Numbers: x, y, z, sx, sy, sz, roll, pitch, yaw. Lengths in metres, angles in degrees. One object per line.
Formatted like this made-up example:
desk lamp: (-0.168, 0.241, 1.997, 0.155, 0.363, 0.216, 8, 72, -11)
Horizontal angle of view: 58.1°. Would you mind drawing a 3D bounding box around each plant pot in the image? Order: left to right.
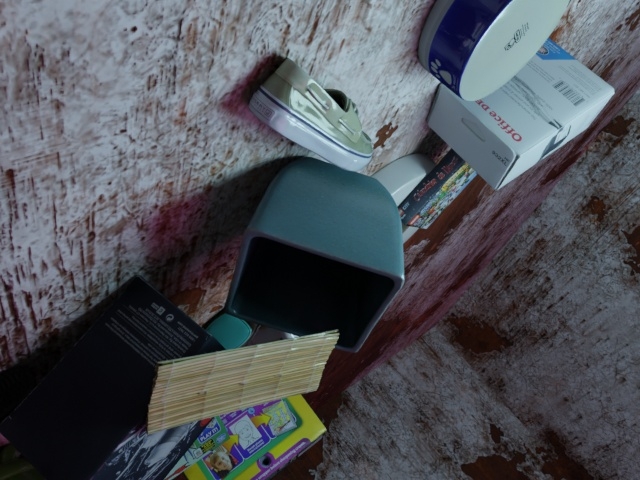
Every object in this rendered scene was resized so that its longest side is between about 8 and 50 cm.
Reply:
plant pot: (0.000, 0.000, 1.000, 0.247, 0.248, 0.252, 114, -8, -50)

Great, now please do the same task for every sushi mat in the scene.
sushi mat: (-0.118, 0.218, 0.915, 0.316, 0.019, 0.151, -4, 131, -34)

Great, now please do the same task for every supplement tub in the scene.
supplement tub: (-0.082, 0.213, 1.387, 0.144, 0.144, 0.200, -23, 179, -40)

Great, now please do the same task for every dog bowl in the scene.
dog bowl: (0.301, -0.376, 0.995, 0.265, 0.104, 0.265, -35, 158, -16)

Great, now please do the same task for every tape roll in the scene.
tape roll: (0.153, -0.050, 1.446, 0.392, 0.072, 0.392, -36, 159, -16)

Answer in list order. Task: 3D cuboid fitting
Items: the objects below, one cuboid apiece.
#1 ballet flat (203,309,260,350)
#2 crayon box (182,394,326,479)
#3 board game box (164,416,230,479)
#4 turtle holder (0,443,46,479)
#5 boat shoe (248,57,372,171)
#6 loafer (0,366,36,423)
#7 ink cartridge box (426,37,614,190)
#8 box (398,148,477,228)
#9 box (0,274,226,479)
ballet flat: (-0.163, 0.170, 1.311, 0.280, 0.095, 0.096, -44, 171, 9)
crayon box: (-0.222, 0.505, 1.561, 0.363, 0.313, 0.106, -32, 158, -23)
board game box: (-0.391, 0.452, 1.320, 0.317, 0.213, 0.046, -30, -169, -29)
turtle holder: (-0.590, 0.535, 1.098, 0.243, 0.227, 0.320, -25, 155, -34)
boat shoe: (0.015, -0.182, 0.885, 0.094, 0.109, 0.302, -49, 155, 16)
loafer: (-0.540, 0.292, 0.901, 0.220, 0.080, 0.078, -33, 158, -21)
ink cartridge box: (0.417, -0.281, 1.222, 0.307, 0.223, 0.129, -32, 159, -21)
box: (0.290, -0.128, 1.364, 0.233, 0.044, 0.159, -50, 158, 18)
box: (-0.319, 0.282, 1.039, 0.312, 0.179, 0.343, -50, 162, -15)
